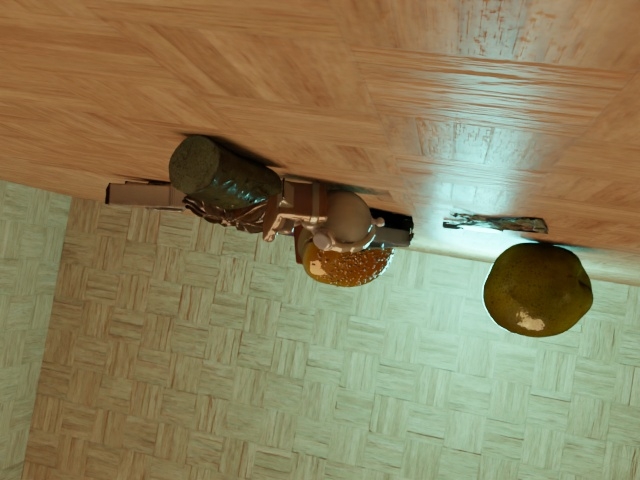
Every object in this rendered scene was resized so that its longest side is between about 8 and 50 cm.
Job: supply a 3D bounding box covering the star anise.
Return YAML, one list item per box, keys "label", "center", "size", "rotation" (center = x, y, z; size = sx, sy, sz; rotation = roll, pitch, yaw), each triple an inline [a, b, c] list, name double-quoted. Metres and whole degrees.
- label: "star anise"
  center: [-0.218, -0.088, 1.663]
  size: [0.292, 0.109, 0.349]
  rotation: [16, 169, 14]

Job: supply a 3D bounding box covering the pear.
- label: "pear"
  center: [0.599, 0.139, 1.871]
  size: [0.293, 0.295, 0.294]
  rotation: [9, 178, 0]

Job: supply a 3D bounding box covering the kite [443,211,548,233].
- label: "kite"
  center: [0.398, -0.038, 1.465]
  size: [0.267, 0.013, 0.323]
  rotation: [9, 176, -23]

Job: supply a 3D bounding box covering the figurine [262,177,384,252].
- label: "figurine"
  center: [0.007, -0.041, 1.347]
  size: [0.236, 0.163, 0.141]
  rotation: [9, 136, -14]

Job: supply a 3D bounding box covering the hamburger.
- label: "hamburger"
  center: [0.076, 0.029, 1.943]
  size: [0.295, 0.227, 0.151]
  rotation: [7, -157, -38]

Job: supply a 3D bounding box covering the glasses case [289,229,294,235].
- label: "glasses case"
  center: [-0.148, -0.061, 2.396]
  size: [0.316, 0.076, 0.123]
  rotation: [10, 178, -5]

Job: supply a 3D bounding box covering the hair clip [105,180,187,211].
- label: "hair clip"
  center: [-0.459, -0.126, 1.946]
  size: [0.330, 0.085, 0.101]
  rotation: [7, 179, 19]

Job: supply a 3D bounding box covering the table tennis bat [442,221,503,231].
- label: "table tennis bat"
  center: [0.372, -0.033, 1.643]
  size: [0.155, 0.019, 0.100]
  rotation: [6, 176, 38]

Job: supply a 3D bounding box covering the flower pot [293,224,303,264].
- label: "flower pot"
  center: [0.000, 0.000, 2.129]
  size: [0.190, 0.173, 0.190]
  rotation: [8, 176, 0]

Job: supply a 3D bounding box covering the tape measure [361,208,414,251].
- label: "tape measure"
  center: [0.124, -0.027, 1.744]
  size: [0.181, 0.107, 0.181]
  rotation: [7, 172, -20]

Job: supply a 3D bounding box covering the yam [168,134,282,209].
- label: "yam"
  center: [-0.152, -0.102, 1.111]
  size: [0.106, 0.106, 0.259]
  rotation: [9, 176, 20]
